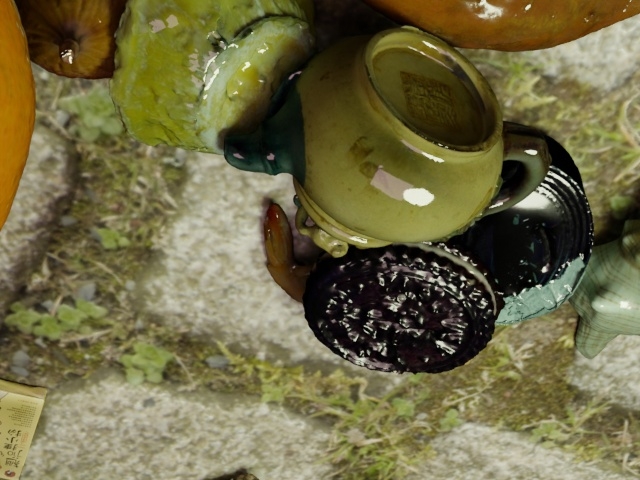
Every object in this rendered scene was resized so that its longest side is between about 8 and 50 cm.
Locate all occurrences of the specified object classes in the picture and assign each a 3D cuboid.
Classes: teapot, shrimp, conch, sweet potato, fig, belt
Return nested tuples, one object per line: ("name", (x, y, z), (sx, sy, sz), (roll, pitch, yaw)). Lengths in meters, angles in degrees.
("teapot", (0.056, -0.061, 0.678), (0.270, 0.173, 0.182), (9, 143, -27))
("shrimp", (0.001, -0.003, 0.835), (0.133, 0.053, 0.236), (-8, 131, 25))
("conch", (0.311, 0.046, 0.854), (0.137, 0.114, 0.234), (34, 122, -10))
("sweet potato", (0.111, -0.208, 0.660), (0.359, 0.112, 0.112), (7, 123, -11))
("fig", (-0.178, -0.160, 0.650), (0.119, 0.153, 0.119), (-16, 149, -10))
("belt", (0.185, -0.007, 0.818), (0.151, 0.078, 0.198), (2, 125, 3))

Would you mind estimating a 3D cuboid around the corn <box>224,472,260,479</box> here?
("corn", (-0.086, 0.442, 1.079), (0.127, 0.126, 0.335), (-7, 123, -1))

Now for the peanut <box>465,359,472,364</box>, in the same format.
("peanut", (0.137, 0.087, 0.897), (0.054, 0.054, 0.113), (-22, 120, 9))

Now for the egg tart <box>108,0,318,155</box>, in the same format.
("egg tart", (-0.066, -0.139, 0.660), (0.197, 0.078, 0.197), (-36, 152, -23))

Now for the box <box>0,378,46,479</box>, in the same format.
("box", (-0.363, 0.216, 0.958), (0.073, 0.020, 0.149), (16, 122, -16))

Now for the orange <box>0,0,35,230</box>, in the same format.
("orange", (-0.403, -0.105, 0.551), (0.424, 0.326, 0.423), (-1, 106, -5))

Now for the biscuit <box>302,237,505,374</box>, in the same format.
("biscuit", (0.075, 0.061, 0.806), (0.195, 0.053, 0.194), (8, 138, 7))
